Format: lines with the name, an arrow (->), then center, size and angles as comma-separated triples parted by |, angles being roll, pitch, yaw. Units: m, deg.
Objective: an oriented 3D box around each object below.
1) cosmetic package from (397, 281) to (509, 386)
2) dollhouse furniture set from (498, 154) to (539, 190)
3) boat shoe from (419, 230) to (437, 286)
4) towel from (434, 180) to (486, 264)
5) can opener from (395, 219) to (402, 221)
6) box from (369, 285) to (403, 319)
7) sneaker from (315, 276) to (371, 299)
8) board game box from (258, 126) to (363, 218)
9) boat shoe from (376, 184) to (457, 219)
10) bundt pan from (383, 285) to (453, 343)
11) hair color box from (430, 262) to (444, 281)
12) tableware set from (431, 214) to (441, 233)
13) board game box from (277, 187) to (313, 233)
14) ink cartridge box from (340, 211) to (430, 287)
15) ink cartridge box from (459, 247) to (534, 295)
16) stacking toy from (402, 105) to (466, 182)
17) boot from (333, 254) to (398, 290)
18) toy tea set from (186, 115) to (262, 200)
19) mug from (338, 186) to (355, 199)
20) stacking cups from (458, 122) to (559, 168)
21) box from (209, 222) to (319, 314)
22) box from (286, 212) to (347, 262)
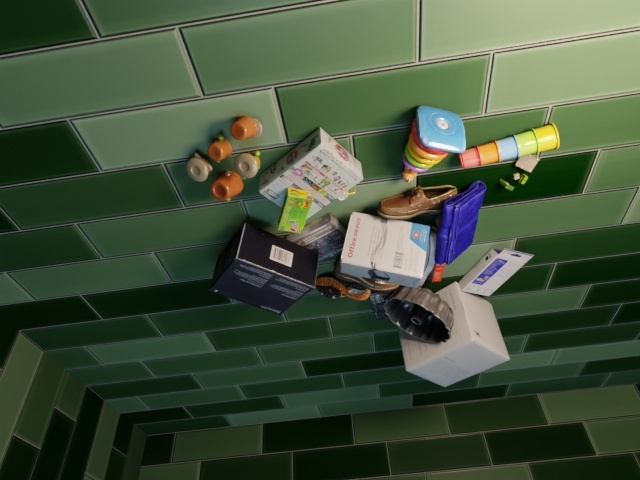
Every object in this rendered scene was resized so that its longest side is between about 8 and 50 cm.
cosmetic package -> 0.645, 0.478, 2.308 | 0.328, 0.329, 0.394 | 30, 129, -32
dollhouse furniture set -> 0.735, -0.262, 1.722 | 0.076, 0.058, 0.151 | 20, 114, -15
boat shoe -> 0.394, 0.081, 2.011 | 0.157, 0.135, 0.367 | 3, 147, -3
towel -> 0.547, -0.058, 1.796 | 0.228, 0.076, 0.308 | -30, 139, -27
can opener -> 0.294, -0.079, 1.867 | 0.059, 0.073, 0.186 | -30, 142, 15
box -> 0.340, 0.295, 2.282 | 0.184, 0.059, 0.232 | -11, 137, 8
sneaker -> 0.110, 0.217, 2.155 | 0.263, 0.121, 0.099 | 10, 100, 14
board game box -> -0.036, -0.225, 1.649 | 0.304, 0.097, 0.224 | -32, 132, 29
boat shoe -> 0.365, -0.159, 1.757 | 0.308, 0.110, 0.104 | -9, 135, -10
bundt pan -> 0.461, 0.322, 2.110 | 0.331, 0.124, 0.330 | 28, 152, 17
hair color box -> 0.526, 0.117, 2.090 | 0.043, 0.071, 0.141 | -4, 139, 1
tableware set -> 0.531, -0.069, 1.901 | 0.128, 0.039, 0.194 | -47, 133, 9
board game box -> -0.092, -0.106, 1.676 | 0.092, 0.043, 0.181 | 8, 138, -13
ink cartridge box -> 0.248, 0.036, 1.797 | 0.308, 0.223, 0.129 | 11, 156, 7
ink cartridge box -> 0.804, 0.133, 2.136 | 0.166, 0.065, 0.332 | 13, 137, -18
stacking toy -> 0.346, -0.298, 1.581 | 0.166, 0.175, 0.301 | 8, 150, -12
boot -> 0.217, 0.139, 2.056 | 0.306, 0.112, 0.115 | 15, 124, -7
toy tea set -> -0.295, -0.280, 1.583 | 0.336, 0.124, 0.200 | -34, 101, 33
mug -> 0.084, -0.187, 1.723 | 0.078, 0.064, 0.062 | -26, 133, 22
stacking cups -> 0.644, -0.321, 1.600 | 0.317, 0.095, 0.096 | -13, 137, 11
box -> -0.234, 0.129, 1.917 | 0.344, 0.178, 0.312 | 24, 140, -21
box -> 0.000, 0.000, 1.930 | 0.231, 0.056, 0.183 | -27, 132, 24
